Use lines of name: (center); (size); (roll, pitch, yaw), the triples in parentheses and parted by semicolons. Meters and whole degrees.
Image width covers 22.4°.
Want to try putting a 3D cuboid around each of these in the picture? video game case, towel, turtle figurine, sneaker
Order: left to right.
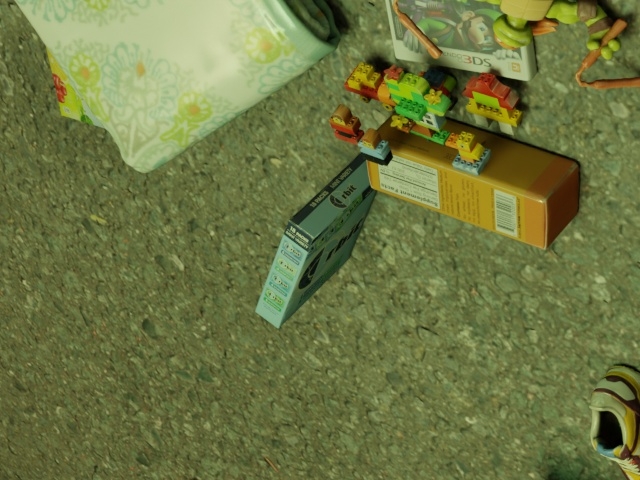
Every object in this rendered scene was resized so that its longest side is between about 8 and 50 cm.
towel: (-0.195, -0.302, 1.865); (0.320, 0.090, 0.374); (-29, 98, 35)
video game case: (0.138, -0.264, 1.696); (0.173, 0.022, 0.190); (14, 132, 35)
turtle figurine: (0.221, -0.257, 1.575); (0.270, 0.087, 0.217); (19, 135, 0)
sneaker: (0.353, 0.240, 1.888); (0.070, 0.084, 0.185); (0, 123, 43)

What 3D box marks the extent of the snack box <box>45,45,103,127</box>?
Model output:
snack box: (-0.265, -0.240, 2.057); (0.174, 0.070, 0.207); (19, 135, 29)

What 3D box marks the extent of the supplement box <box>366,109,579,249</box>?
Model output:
supplement box: (0.166, -0.072, 1.795); (0.233, 0.078, 0.080); (23, 139, 28)

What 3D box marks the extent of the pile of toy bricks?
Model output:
pile of toy bricks: (0.100, -0.149, 1.744); (0.212, 0.118, 0.105); (20, 154, 29)

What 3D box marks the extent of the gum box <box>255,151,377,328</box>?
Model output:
gum box: (0.000, 0.000, 1.950); (0.041, 0.157, 0.184); (36, 140, 13)
